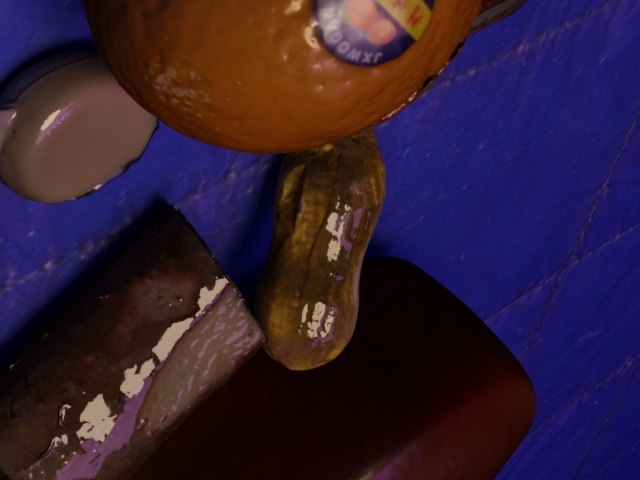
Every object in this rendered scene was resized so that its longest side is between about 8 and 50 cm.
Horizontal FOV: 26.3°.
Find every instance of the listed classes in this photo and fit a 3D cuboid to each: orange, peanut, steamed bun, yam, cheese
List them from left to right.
[{"bbox_3d":[-0.170,-0.063,0.808,0.171,0.047,0.092,-25,145,-40],"label":"cheese"},{"bbox_3d":[-0.152,0.096,0.988,0.238,0.129,0.128,-43,-168,-8],"label":"yam"},{"bbox_3d":[-0.021,-0.150,0.721,0.193,0.219,0.219,38,96,-25],"label":"orange"},{"bbox_3d":[0.000,0.000,1.068,0.087,0.087,0.206,5,97,-59],"label":"peanut"},{"bbox_3d":[0.011,0.164,1.201,0.379,0.235,0.248,-30,152,-27],"label":"steamed bun"}]

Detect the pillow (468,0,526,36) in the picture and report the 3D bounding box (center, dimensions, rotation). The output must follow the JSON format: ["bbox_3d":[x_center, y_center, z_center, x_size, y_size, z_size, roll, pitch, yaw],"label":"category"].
[{"bbox_3d":[0.101,-0.215,0.962,0.236,0.084,0.223,-25,149,-34],"label":"pillow"}]
